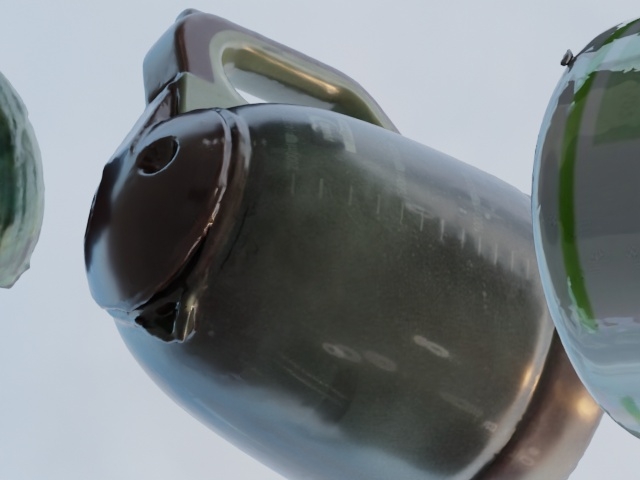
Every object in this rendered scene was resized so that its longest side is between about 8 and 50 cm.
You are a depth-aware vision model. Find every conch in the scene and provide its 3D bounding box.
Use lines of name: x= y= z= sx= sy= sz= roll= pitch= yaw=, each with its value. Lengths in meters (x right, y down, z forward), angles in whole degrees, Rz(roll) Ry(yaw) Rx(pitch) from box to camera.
conch: x=-0.270 y=-0.057 z=1.203 sx=0.188 sy=0.122 sz=0.175 roll=2 pitch=-97 yaw=-19

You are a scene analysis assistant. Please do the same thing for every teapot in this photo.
teapot: x=0.000 y=0.000 z=1.170 sx=0.233 sy=0.312 sz=0.315 roll=-40 pitch=-145 yaw=33

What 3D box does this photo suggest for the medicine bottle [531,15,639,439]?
medicine bottle: x=0.129 y=-0.010 z=0.297 sx=0.183 sy=0.086 sz=0.086 roll=-8 pitch=-110 yaw=44
